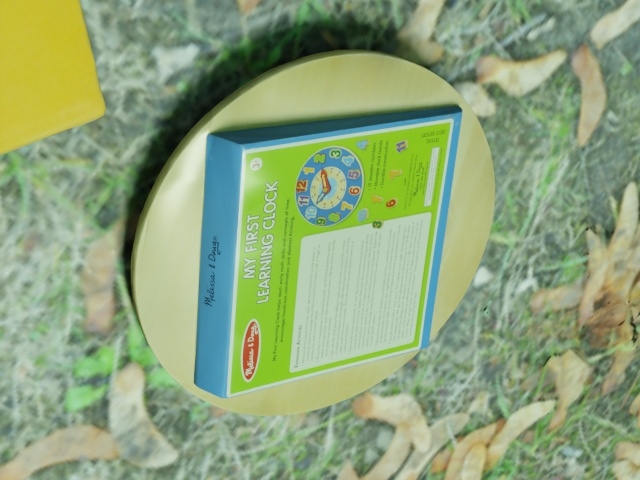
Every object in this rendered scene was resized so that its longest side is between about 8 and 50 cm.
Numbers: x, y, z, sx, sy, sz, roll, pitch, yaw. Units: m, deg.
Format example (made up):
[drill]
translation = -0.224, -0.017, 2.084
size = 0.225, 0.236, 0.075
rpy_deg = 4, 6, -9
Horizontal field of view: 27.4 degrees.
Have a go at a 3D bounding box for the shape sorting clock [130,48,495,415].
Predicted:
[shape sorting clock]
translation = 0.000, 0.000, 0.676
size = 0.206, 0.040, 0.206
rpy_deg = -17, 125, -26

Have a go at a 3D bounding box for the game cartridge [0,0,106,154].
[game cartridge]
translation = -0.255, -0.120, 0.442
size = 0.324, 0.053, 0.285
rpy_deg = -22, 123, -21
